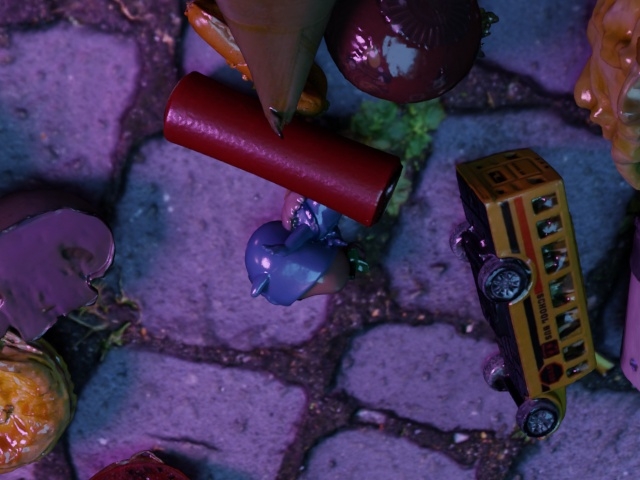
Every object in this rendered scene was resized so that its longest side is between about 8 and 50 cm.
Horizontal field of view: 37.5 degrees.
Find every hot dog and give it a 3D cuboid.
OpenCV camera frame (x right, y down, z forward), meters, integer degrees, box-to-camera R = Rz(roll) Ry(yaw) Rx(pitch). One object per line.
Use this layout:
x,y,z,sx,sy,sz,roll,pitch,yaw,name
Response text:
-0.065,-0.188,0.942,0.188,0.072,0.055,39,130,-23,hot dog

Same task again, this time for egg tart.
-0.399,0.167,1.079,0.241,0.106,0.241,-3,122,-4,egg tart

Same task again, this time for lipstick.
-0.039,-0.092,0.949,0.241,0.080,0.080,24,115,5,lipstick

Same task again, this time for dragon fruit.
-0.230,0.353,1.221,0.127,0.120,0.161,-33,157,-32,dragon fruit

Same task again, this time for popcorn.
0.380,-0.166,0.905,0.293,0.237,0.292,-2,115,-4,popcorn

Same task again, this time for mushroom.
-0.316,0.014,0.995,0.188,0.117,0.141,-31,144,-11,mushroom

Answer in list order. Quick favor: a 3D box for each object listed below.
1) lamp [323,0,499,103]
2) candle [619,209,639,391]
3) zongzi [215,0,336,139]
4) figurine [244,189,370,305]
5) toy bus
0.076,-0.202,0.916,0.157,0.135,0.156,40,65,-7,lamp
0.441,0.112,1.092,0.188,0.187,0.330,-6,121,-3,candle
-0.150,-0.335,0.774,0.447,0.181,0.418,17,109,-12,zongzi
0.002,0.000,1.035,0.145,0.114,0.178,23,105,-19,figurine
0.238,0.066,1.085,0.123,0.121,0.335,-20,118,-3,toy bus
